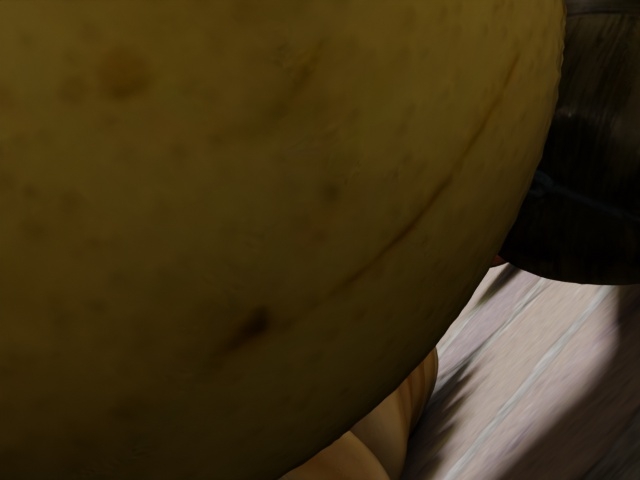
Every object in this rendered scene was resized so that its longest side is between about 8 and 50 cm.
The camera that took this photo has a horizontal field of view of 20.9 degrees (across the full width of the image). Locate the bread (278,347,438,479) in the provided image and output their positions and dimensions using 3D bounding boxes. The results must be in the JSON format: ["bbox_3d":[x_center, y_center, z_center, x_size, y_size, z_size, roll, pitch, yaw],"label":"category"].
[{"bbox_3d":[-0.037,0.058,0.814,0.173,0.121,0.311,-3,9,8],"label":"bread"}]

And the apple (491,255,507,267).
[{"bbox_3d":[0.103,-0.054,1.113,0.146,0.131,0.146,-52,0,1],"label":"apple"}]

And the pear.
[{"bbox_3d":[-0.092,-0.080,0.506,0.348,0.348,0.348,-46,-1,-1],"label":"pear"}]

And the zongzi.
[{"bbox_3d":[0.100,-0.019,0.678,0.221,0.112,0.242,-64,-10,-45],"label":"zongzi"}]
